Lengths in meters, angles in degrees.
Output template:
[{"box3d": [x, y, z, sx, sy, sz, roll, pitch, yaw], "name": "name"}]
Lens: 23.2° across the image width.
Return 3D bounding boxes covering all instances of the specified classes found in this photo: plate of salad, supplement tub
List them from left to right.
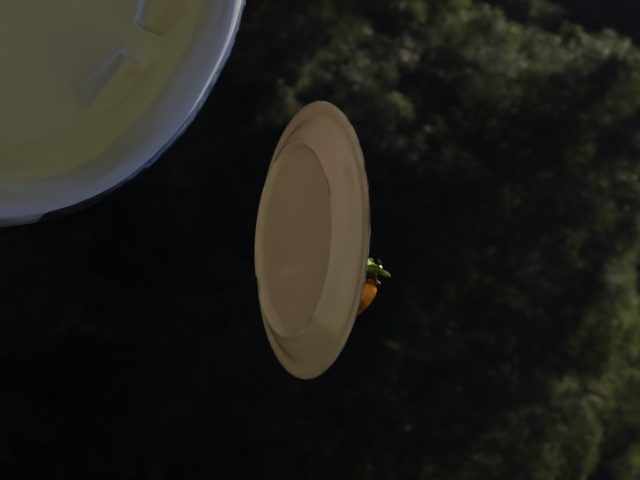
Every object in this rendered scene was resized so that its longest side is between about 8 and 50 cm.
[{"box3d": [-0.175, -0.124, 0.650, 0.316, 0.193, 0.193, 21, -90, 60], "name": "supplement tub"}, {"box3d": [0.000, 0.000, 1.121, 0.200, 0.048, 0.200, -177, -90, -67], "name": "plate of salad"}]
